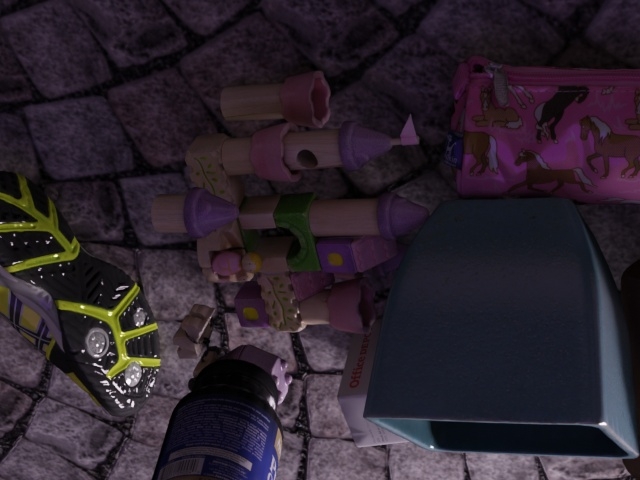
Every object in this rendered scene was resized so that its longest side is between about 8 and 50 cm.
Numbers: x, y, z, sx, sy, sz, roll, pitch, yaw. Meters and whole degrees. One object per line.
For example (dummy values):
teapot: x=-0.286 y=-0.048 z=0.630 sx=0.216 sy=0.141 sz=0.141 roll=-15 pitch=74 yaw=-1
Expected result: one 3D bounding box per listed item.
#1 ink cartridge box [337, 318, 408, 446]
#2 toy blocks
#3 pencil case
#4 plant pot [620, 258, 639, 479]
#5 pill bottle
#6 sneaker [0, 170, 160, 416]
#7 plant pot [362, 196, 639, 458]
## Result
ink cartridge box: x=0.141 y=0.165 z=1.728 sx=0.212 sy=0.154 sz=0.093 roll=-11 pitch=121 yaw=20
toy blocks: x=0.000 y=0.000 z=1.550 sx=0.260 sy=0.309 sz=0.289 roll=0 pitch=125 yaw=21
pencil case: x=0.329 y=-0.115 z=1.490 sx=0.386 sy=0.167 sz=0.160 roll=3 pitch=87 yaw=11
plant pot: x=0.447 y=0.126 z=1.598 sx=0.263 sy=0.263 sz=0.229 roll=-13 pitch=101 yaw=21
pill bottle: x=-0.104 y=0.225 z=1.422 sx=0.122 sy=0.219 sz=0.123 roll=4 pitch=126 yaw=6
sneaker: x=-0.348 y=0.072 z=1.813 sx=0.147 sy=0.145 sz=0.385 roll=-10 pitch=121 yaw=44
plant pot: x=0.206 y=0.091 z=1.506 sx=0.247 sy=0.252 sz=0.248 roll=-2 pitch=163 yaw=21
